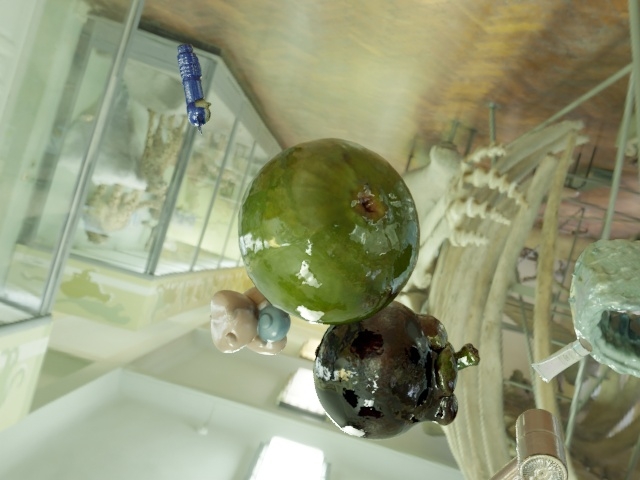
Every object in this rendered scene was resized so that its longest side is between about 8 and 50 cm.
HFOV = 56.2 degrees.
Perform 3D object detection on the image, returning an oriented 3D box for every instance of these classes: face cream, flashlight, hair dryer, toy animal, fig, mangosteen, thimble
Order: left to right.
[{"bbox_3d":[-0.171,-0.208,0.824,0.035,0.121,0.057,-10,-175,-6],"label":"flashlight"},{"bbox_3d":[-0.203,0.229,1.702,0.221,0.210,0.229,1,-179,-10],"label":"toy animal"},{"bbox_3d":[0.000,0.000,0.966,0.316,0.316,0.316,16,180,0],"label":"fig"},{"bbox_3d":[0.137,0.278,1.244,0.313,0.297,0.297,36,180,3],"label":"mangosteen"},{"bbox_3d":[0.435,0.558,1.426,0.107,0.344,0.189,39,-156,-1],"label":"hair dryer"},{"bbox_3d":[0.377,0.187,0.938,0.020,0.115,0.038,-28,-109,-37],"label":"face cream"},{"bbox_3d":[0.534,0.117,1.009,0.250,0.205,0.172,37,-141,-13],"label":"thimble"}]
